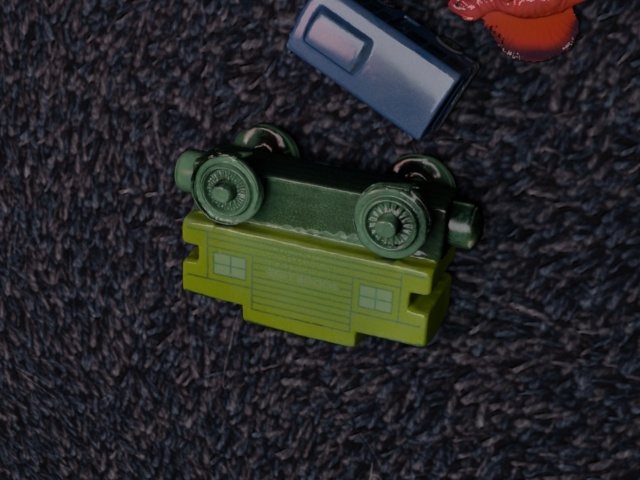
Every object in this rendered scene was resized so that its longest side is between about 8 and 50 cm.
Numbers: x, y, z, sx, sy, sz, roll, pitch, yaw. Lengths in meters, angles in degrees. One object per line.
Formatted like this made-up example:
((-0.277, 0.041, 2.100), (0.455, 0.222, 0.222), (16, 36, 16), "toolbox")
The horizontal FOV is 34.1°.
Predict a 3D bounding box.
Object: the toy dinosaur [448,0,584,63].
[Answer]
((0.300, -0.285, 1.285), (0.286, 0.070, 0.139), (0, 117, 20), "toy dinosaur")

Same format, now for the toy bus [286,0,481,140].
((0.075, -0.243, 1.347), (0.234, 0.133, 0.116), (36, 118, 8), "toy bus")

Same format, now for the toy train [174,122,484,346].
((0.000, 0.000, 1.447), (0.442, 0.179, 0.272), (12, 118, 18), "toy train")
